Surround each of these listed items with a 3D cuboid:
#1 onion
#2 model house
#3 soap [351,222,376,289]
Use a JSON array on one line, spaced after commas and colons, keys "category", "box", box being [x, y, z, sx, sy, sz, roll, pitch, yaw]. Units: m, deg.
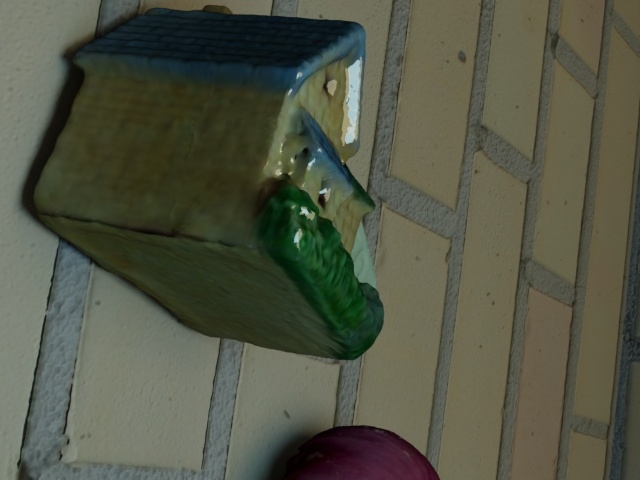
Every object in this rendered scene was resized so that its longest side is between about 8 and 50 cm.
[{"category": "onion", "box": [0.078, 0.444, 1.696, 0.358, 0.345, 0.358, -171, -90, -87]}, {"category": "model house", "box": [-0.069, -0.085, 1.414, 0.382, 0.335, 0.342, 53, 49, -58]}, {"category": "soap", "box": [0.000, 0.000, 1.736, 0.150, 0.094, 0.261, -48, 130, -46]}]
